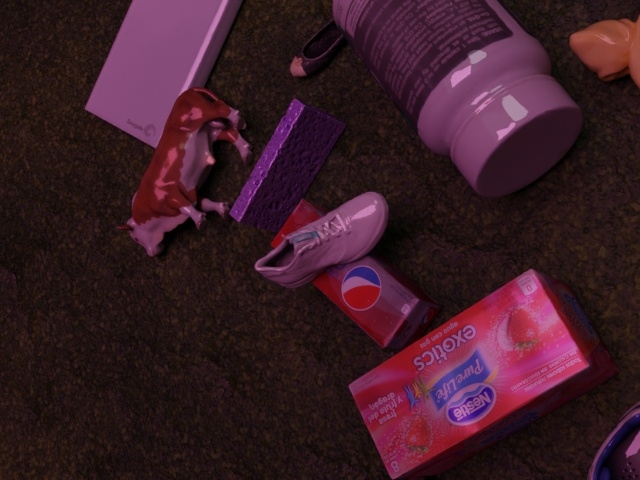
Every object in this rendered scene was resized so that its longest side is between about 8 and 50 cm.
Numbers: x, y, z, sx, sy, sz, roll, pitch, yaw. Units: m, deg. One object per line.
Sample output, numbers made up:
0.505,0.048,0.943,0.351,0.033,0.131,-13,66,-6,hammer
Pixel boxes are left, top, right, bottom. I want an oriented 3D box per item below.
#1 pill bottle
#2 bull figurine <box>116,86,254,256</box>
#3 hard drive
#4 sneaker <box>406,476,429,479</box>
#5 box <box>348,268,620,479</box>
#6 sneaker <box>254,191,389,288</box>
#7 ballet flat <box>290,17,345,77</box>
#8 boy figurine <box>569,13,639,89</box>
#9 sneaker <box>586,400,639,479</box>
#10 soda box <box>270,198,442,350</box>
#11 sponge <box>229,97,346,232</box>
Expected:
0.186,-0.247,1.281,0.204,0.204,0.361,-42,61,19,pill bottle
-0.230,-0.109,1.586,0.188,0.101,0.310,20,94,30,bull figurine
-0.283,-0.359,1.699,0.233,0.047,0.353,29,97,34,hard drive
0.083,0.442,1.285,0.162,0.106,0.281,37,91,37,sneaker
0.212,0.181,1.213,0.300,0.154,0.142,-36,64,21,box
0.000,0.000,1.317,0.212,0.094,0.080,-36,62,21,sneaker
0.011,-0.332,1.502,0.173,0.049,0.057,-41,61,20,ballet flat
0.460,-0.239,1.172,0.285,0.092,0.177,1,81,34,boy figurine
0.345,0.319,1.113,0.112,0.131,0.296,24,95,32,sneaker
0.050,0.051,1.382,0.263,0.083,0.092,42,103,32,soda box
-0.051,-0.114,1.459,0.031,0.117,0.210,38,102,33,sponge
